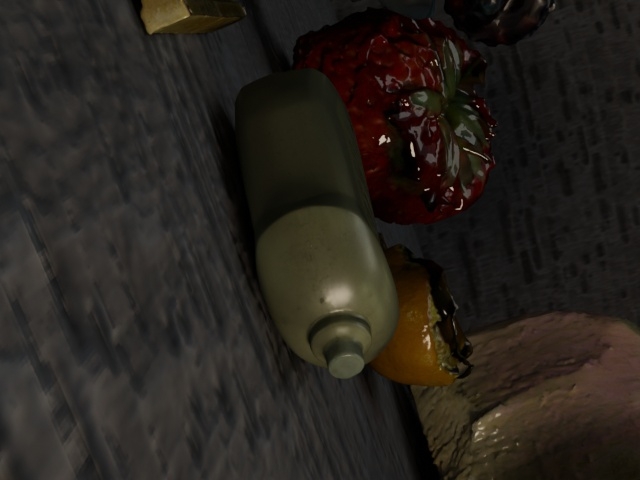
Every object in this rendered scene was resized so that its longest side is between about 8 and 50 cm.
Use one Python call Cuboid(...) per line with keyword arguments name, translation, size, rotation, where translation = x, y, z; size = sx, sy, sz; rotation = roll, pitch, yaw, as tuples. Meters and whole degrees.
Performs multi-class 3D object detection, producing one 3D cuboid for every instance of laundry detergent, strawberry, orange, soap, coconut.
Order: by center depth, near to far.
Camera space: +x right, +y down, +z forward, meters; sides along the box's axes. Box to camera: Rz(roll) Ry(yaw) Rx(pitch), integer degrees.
Cuboid(name="soap", translation=(-0.101, -0.198, 0.857), size=(0.252, 0.037, 0.092), rotation=(-64, 133, -79))
Cuboid(name="laundry detergent", translation=(0.000, 0.000, 0.876), size=(0.253, 0.091, 0.181), rotation=(-102, 175, -45))
Cuboid(name="orange", translation=(0.086, 0.084, 1.214), size=(0.160, 0.112, 0.170), rotation=(62, -20, 23))
Cuboid(name="strawberry", translation=(0.070, -0.147, 1.408), size=(0.261, 0.257, 0.261), rotation=(15, 71, -53))
Cuboid(name="coconut", translation=(0.319, 0.269, 1.431), size=(0.404, 0.404, 0.405), rotation=(-19, 90, -83))

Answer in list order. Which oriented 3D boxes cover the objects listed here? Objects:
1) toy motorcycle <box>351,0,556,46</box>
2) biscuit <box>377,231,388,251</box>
Cuboid(name="toy motorcycle", translation=(0.083, -0.378, 1.293), size=(0.172, 0.416, 0.232), rotation=(-46, 159, -48))
Cuboid(name="biscuit", translation=(0.108, 0.105, 1.648), size=(0.237, 0.026, 0.131), rotation=(-102, 171, -48))
